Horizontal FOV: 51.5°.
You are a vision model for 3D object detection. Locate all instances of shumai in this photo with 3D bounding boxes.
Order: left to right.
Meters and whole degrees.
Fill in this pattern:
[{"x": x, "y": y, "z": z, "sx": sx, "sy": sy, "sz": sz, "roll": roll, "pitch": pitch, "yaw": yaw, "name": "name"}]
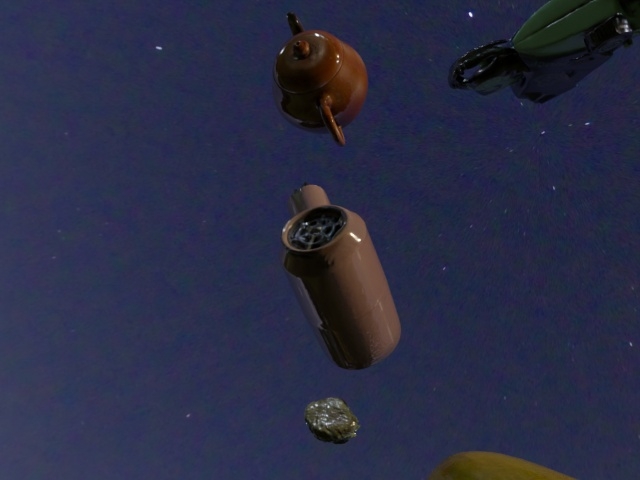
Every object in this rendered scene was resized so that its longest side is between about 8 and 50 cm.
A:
[{"x": 0.019, "y": 0.288, "z": 1.015, "sx": 0.083, "sy": 0.082, "sz": 0.080, "roll": 4, "pitch": -56, "yaw": 16, "name": "shumai"}]

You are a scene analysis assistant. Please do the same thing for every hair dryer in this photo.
[{"x": 0.000, "y": 0.000, "z": 0.510, "sx": 0.064, "sy": 0.181, "sz": 0.117, "roll": -23, "pitch": -53, "yaw": 0, "name": "hair dryer"}]

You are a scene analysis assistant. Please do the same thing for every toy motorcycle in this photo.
[{"x": 0.323, "y": -0.255, "z": 0.805, "sx": 0.331, "sy": 0.196, "sz": 0.125, "roll": -22, "pitch": -100, "yaw": 38, "name": "toy motorcycle"}]

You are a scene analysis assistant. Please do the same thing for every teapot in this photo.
[{"x": -0.005, "y": -0.178, "z": 0.732, "sx": 0.116, "sy": 0.116, "sz": 0.173, "roll": -28, "pitch": -120, "yaw": 20, "name": "teapot"}]

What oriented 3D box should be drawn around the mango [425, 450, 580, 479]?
[{"x": 0.143, "y": 0.176, "z": 0.353, "sx": 0.195, "sy": 0.091, "sz": 0.130, "roll": 3, "pitch": -35, "yaw": 36, "name": "mango"}]
